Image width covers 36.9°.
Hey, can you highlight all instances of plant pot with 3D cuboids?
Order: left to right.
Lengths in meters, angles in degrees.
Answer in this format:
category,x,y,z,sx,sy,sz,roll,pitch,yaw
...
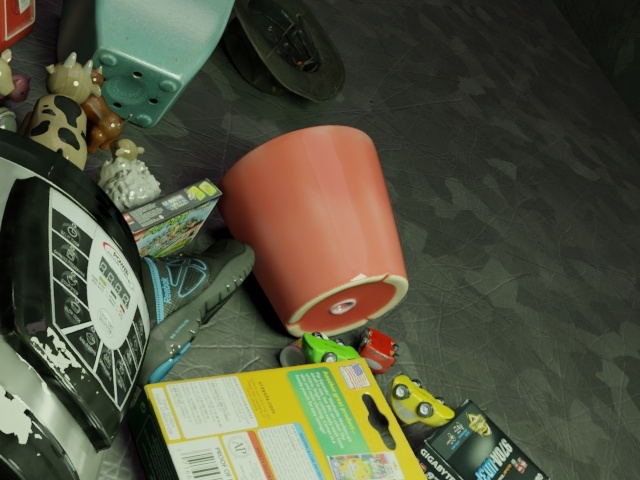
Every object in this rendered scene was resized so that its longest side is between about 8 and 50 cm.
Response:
category,x,y,z,sx,sy,sz,roll,pitch,yaw
plant pot,-0.302,-0.341,1.608,0.247,0.248,0.252,20,54,-24
plant pot,0.000,0.000,1.459,0.275,0.275,0.243,2,57,-42

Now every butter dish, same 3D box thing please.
category,x,y,z,sx,sy,sz,roll,pitch,yaw
butter dish,-0.541,-0.400,1.557,0.118,0.160,0.160,14,33,7

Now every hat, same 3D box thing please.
category,x,y,z,sx,sy,sz,roll,pitch,yaw
hat,-0.105,-0.395,1.945,0.331,0.134,0.331,32,43,-35

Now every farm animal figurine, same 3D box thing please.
category,x,y,z,sx,sy,sz,roll,pitch,yaw
farm animal figurine,-0.402,-0.184,1.366,0.330,0.172,0.326,7,43,-38

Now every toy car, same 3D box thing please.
category,x,y,z,sx,sy,sz,roll,pitch,yaw
toy car,0.057,0.187,1.390,0.225,0.053,0.239,21,16,-34

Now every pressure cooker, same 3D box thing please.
category,x,y,z,sx,sy,sz,roll,pitch,yaw
pressure cooker,-0.359,0.090,0.887,0.375,0.370,0.420,22,34,-13

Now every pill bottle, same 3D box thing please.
category,x,y,z,sx,sy,sz,roll,pitch,yaw
pill bottle,-0.021,0.164,1.410,0.043,0.043,0.083,46,33,13

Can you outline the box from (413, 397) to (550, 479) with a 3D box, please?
category,x,y,z,sx,sy,sz,roll,pitch,yaw
box,0.232,0.334,1.394,0.175,0.051,0.220,45,22,14

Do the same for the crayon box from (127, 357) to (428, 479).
category,x,y,z,sx,sy,sz,roll,pitch,yaw
crayon box,-0.051,0.264,1.186,0.323,0.083,0.203,-3,49,-33

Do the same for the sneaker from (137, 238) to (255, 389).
category,x,y,z,sx,sy,sz,roll,pitch,yaw
sneaker,-0.193,0.058,1.279,0.140,0.125,0.341,39,25,-1

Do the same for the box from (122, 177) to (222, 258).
category,x,y,z,sx,sy,sz,roll,pitch,yaw
box,-0.235,-0.014,1.365,0.036,0.114,0.207,44,34,10

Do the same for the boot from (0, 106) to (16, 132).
category,x,y,z,sx,sy,sz,roll,pitch,yaw
boot,-0.378,-0.041,1.228,0.208,0.189,0.076,33,2,6
